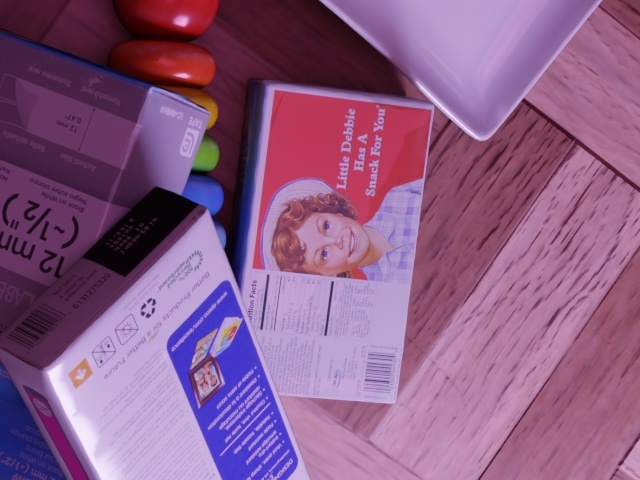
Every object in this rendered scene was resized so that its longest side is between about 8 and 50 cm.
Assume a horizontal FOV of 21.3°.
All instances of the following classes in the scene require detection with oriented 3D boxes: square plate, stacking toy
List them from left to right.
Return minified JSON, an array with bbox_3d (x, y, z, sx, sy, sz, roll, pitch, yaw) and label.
[{"bbox_3d":[-0.131,-0.082,1.406,0.141,0.141,0.330,5,91,-15],"label":"stacking toy"},{"bbox_3d":[0.128,-0.313,1.436,0.347,0.049,0.344,38,93,-30],"label":"square plate"}]

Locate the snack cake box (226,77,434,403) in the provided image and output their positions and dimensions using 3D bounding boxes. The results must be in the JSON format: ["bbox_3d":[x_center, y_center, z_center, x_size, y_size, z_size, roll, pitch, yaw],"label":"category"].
[{"bbox_3d":[0.000,0.000,1.464,0.152,0.089,0.264,6,95,-13],"label":"snack cake box"}]

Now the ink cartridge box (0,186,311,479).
[{"bbox_3d":[-0.112,0.149,1.324,0.176,0.069,0.371,-46,138,-27],"label":"ink cartridge box"}]

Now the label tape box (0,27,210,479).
[{"bbox_3d":[-0.267,0.013,1.326,0.249,0.115,0.348,21,90,22],"label":"label tape box"}]
